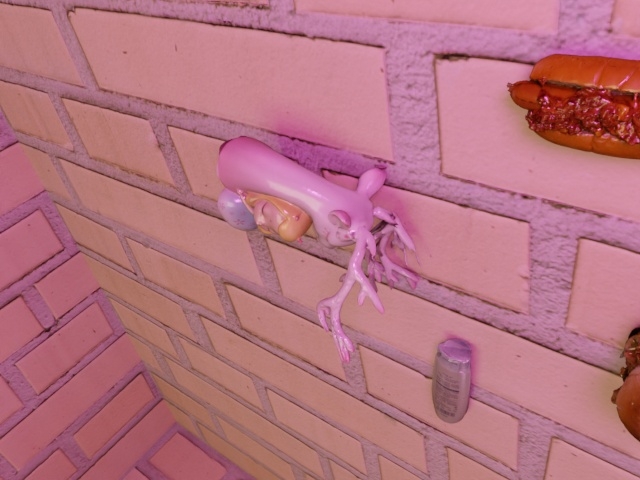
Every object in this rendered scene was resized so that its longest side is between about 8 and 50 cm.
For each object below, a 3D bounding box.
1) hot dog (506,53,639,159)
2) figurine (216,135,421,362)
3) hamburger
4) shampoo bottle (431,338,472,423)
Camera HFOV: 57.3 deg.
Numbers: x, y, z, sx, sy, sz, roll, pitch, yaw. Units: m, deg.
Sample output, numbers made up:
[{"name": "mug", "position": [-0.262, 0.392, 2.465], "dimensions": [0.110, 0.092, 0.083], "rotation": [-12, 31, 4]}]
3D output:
[{"name": "hot dog", "position": [0.298, -0.121, 0.563], "dimensions": [0.249, 0.076, 0.102], "rotation": [20, 142, 33]}, {"name": "figurine", "position": [0.009, -0.010, 0.920], "dimensions": [0.316, 0.206, 0.284], "rotation": [28, 137, 36]}, {"name": "hamburger", "position": [0.425, 0.171, 0.684], "dimensions": [0.184, 0.131, 0.159], "rotation": [54, 143, -6]}, {"name": "shampoo bottle", "position": [0.238, 0.257, 1.056], "dimensions": [0.072, 0.049, 0.212], "rotation": [28, 144, 29]}]
